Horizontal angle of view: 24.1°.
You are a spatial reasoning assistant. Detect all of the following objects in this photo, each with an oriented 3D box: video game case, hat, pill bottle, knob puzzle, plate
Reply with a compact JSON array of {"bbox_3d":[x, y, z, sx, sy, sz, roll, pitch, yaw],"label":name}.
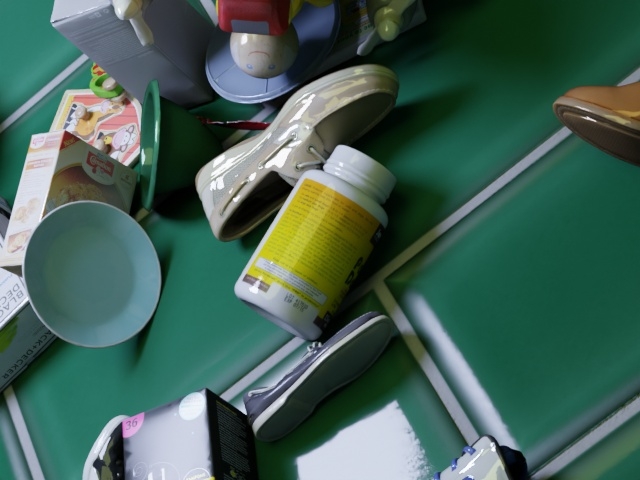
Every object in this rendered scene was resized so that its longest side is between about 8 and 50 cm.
[{"bbox_3d":[0.027,-0.317,1.972,0.212,0.023,0.193,-24,53,19],"label":"video game case"},{"bbox_3d":[-0.136,-0.118,1.957,0.208,0.183,0.173,-120,34,-67],"label":"hat"},{"bbox_3d":[0.000,0.000,1.740,0.117,0.117,0.215,24,79,40],"label":"pill bottle"},{"bbox_3d":[-0.320,-0.140,2.096,0.213,0.030,0.213,-16,55,25],"label":"knob puzzle"},{"bbox_3d":[-0.288,0.043,1.878,0.024,0.188,0.188,-19,50,56],"label":"plate"}]

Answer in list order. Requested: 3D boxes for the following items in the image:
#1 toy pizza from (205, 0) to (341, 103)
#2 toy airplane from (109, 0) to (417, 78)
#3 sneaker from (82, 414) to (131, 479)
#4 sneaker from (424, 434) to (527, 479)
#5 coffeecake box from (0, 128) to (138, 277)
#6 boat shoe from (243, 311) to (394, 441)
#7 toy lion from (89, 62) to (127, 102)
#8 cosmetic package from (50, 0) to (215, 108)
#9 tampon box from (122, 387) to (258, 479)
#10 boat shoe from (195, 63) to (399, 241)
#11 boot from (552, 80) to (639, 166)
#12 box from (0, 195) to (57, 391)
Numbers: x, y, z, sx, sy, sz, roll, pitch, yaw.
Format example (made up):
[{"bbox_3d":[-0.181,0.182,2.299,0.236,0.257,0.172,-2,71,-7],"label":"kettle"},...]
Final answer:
[{"bbox_3d":[-0.059,-0.259,1.955,0.201,0.032,0.201,-16,54,23],"label":"toy pizza"},{"bbox_3d":[-0.069,-0.339,1.840,0.386,0.384,0.273,25,122,41],"label":"toy airplane"},{"bbox_3d":[-0.221,0.319,1.735,0.121,0.079,0.217,11,79,34],"label":"sneaker"},{"bbox_3d":[0.121,0.280,1.504,0.315,0.127,0.182,14,68,31],"label":"sneaker"},{"bbox_3d":[-0.325,-0.029,1.947,0.068,0.142,0.186,-6,65,38],"label":"coffeecake box"},{"bbox_3d":[-0.008,0.140,1.693,0.206,0.075,0.065,-42,51,12],"label":"boat shoe"},{"bbox_3d":[-0.293,-0.242,2.128,0.096,0.034,0.100,9,53,42],"label":"toy lion"},{"bbox_3d":[-0.241,-0.281,1.990,0.107,0.238,0.127,-14,54,24],"label":"cosmetic package"},{"bbox_3d":[-0.145,0.270,1.689,0.120,0.101,0.161,-23,53,20],"label":"tampon box"},{"bbox_3d":[-0.021,-0.103,1.827,0.302,0.109,0.098,-32,55,22],"label":"boat shoe"},{"bbox_3d":[0.404,-0.188,1.582,0.283,0.109,0.220,11,71,35],"label":"boot"},{"bbox_3d":[-0.467,0.059,2.039,0.169,0.087,0.290,-43,49,6],"label":"box"}]
